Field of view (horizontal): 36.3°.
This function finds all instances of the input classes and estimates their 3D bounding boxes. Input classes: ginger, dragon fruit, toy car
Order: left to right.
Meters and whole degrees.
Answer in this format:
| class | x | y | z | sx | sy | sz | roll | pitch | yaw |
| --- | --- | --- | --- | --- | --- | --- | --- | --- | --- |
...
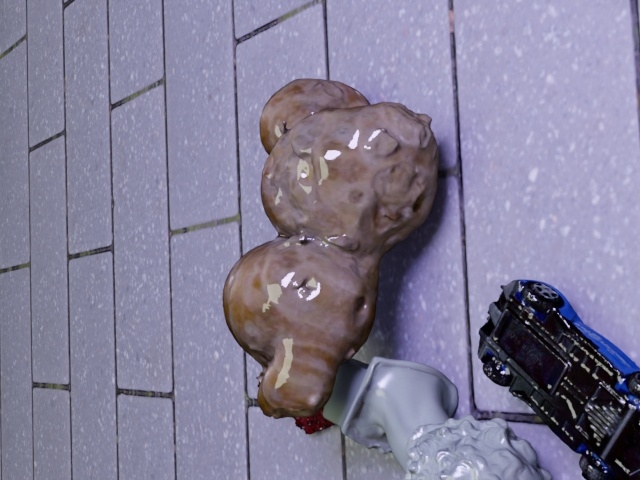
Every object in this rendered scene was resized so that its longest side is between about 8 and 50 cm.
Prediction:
| class | x | y | z | sx | sy | sz | roll | pitch | yaw |
| --- | --- | --- | --- | --- | --- | --- | --- | --- | --- |
| dragon fruit | -0.004 | 0.167 | 1.160 | 0.097 | 0.063 | 0.131 | 50 | 143 | -3 |
| ginger | 0.000 | 0.000 | 1.010 | 0.256 | 0.176 | 0.375 | -3 | 70 | 56 |
| toy car | 0.219 | 0.118 | 0.817 | 0.216 | 0.063 | 0.103 | 46 | 126 | 39 |

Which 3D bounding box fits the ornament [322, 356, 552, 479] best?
| class | x | y | z | sx | sy | sz | roll | pitch | yaw |
| --- | --- | --- | --- | --- | --- | --- | --- | --- | --- |
| ornament | 0.098 | 0.186 | 0.933 | 0.285 | 0.130 | 0.120 | 35 | 104 | 50 |
